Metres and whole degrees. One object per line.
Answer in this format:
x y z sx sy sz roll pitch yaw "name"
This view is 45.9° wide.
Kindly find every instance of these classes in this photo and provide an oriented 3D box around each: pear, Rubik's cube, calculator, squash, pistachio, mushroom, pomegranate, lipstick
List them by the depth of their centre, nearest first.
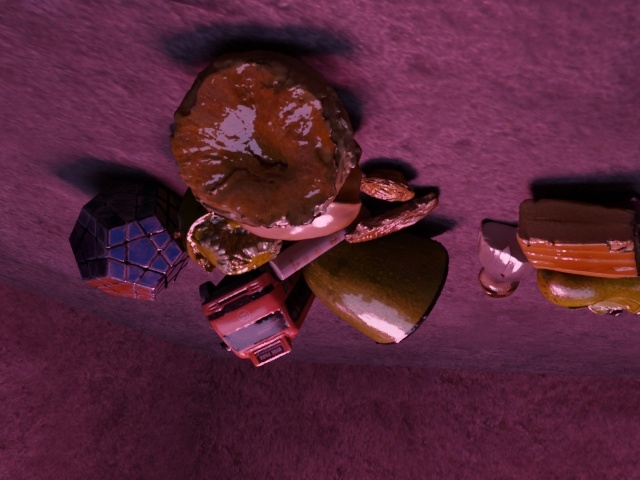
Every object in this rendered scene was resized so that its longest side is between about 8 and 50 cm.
-0.058 -0.110 1.465 0.309 0.229 0.230 -1 160 34 "pistachio"
0.611 -0.056 1.621 0.127 0.034 0.191 23 158 -39 "calculator"
-0.163 -0.057 1.698 0.341 0.260 0.260 -18 166 -12 "pomegranate"
0.651 0.084 1.765 0.256 0.163 0.238 9 166 -31 "pear"
0.000 0.000 1.771 0.059 0.264 0.059 49 163 21 "lipstick"
0.108 0.059 1.887 0.309 0.310 0.310 32 154 -21 "squash"
0.464 0.052 1.923 0.159 0.122 0.328 42 168 17 "mushroom"
-0.475 0.001 1.931 0.319 0.318 0.264 17 -175 -24 "Rubik's cube"

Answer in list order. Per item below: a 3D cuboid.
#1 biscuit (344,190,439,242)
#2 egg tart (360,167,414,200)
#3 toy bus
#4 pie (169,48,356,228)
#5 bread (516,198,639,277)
0.171 -0.050 1.721 0.176 0.031 0.229 -10 163 -39 "biscuit"
0.141 -0.122 1.621 0.129 0.049 0.129 11 167 3 "egg tart"
-0.142 0.139 1.953 0.203 0.233 0.427 -27 -171 14 "toy bus"
-0.104 -0.164 1.286 0.340 0.083 0.339 9 118 17 "pie"
0.552 -0.002 1.594 0.246 0.110 0.239 6 166 26 "bread"
